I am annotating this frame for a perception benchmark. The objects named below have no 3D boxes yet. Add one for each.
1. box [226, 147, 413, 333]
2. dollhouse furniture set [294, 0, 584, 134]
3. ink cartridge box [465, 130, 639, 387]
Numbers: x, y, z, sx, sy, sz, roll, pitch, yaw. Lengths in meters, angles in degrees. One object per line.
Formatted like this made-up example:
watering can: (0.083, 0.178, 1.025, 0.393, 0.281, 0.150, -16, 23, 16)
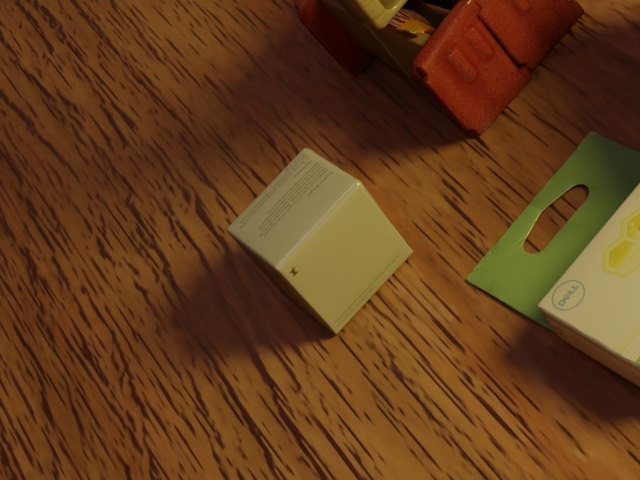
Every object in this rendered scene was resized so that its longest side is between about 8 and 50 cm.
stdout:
box: (0.000, 0.000, 1.339, 0.101, 0.102, 0.087, -46, 40, -7)
dollhouse furniture set: (0.035, -0.268, 1.343, 0.152, 0.374, 0.201, -51, 44, -5)
ink cartridge box: (0.226, 0.001, 1.209, 0.171, 0.056, 0.235, -49, 44, -8)
